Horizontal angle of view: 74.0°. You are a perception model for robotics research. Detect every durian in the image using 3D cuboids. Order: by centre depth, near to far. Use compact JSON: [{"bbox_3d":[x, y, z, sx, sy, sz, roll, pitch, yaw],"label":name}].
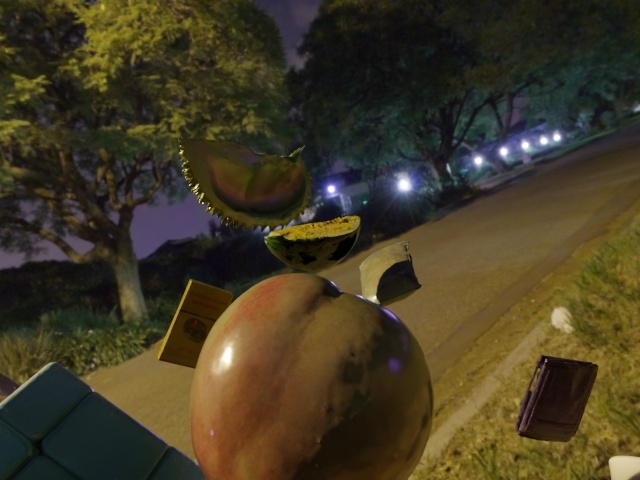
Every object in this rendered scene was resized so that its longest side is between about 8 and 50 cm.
[{"bbox_3d":[-0.137,-0.117,0.891,0.351,0.158,0.169,-6,-51,-51],"label":"durian"}]

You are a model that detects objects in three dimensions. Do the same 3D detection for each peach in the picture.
[{"bbox_3d":[-0.014,0.187,0.512,0.292,0.292,0.247,-18,-24,-35],"label":"peach"}]

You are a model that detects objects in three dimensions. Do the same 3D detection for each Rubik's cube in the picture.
[{"bbox_3d":[-0.410,0.441,0.617,0.319,0.321,0.316,-53,0,37],"label":"Rubik's cube"}]

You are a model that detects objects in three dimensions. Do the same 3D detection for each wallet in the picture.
[{"bbox_3d":[0.435,0.294,0.779,0.111,0.166,0.030,10,15,-3],"label":"wallet"}]

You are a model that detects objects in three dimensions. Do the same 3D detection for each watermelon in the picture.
[{"bbox_3d":[0.000,0.000,1.135,0.300,0.129,0.123,-11,-44,-30],"label":"watermelon"}]

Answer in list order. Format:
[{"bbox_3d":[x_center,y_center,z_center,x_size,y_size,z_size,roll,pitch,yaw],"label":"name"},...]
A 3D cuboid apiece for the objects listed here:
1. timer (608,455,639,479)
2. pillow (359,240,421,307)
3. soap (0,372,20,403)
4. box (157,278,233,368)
[{"bbox_3d":[0.512,0.475,0.604,0.175,0.266,0.175,17,-26,8],"label":"timer"},{"bbox_3d":[0.196,0.099,1.260,0.184,0.075,0.302,-29,18,16],"label":"pillow"},{"bbox_3d":[-0.687,0.439,0.937,0.334,0.294,0.156,-9,27,51],"label":"soap"},{"bbox_3d":[-0.230,0.157,0.788,0.086,0.155,0.023,24,-2,-29],"label":"box"}]
